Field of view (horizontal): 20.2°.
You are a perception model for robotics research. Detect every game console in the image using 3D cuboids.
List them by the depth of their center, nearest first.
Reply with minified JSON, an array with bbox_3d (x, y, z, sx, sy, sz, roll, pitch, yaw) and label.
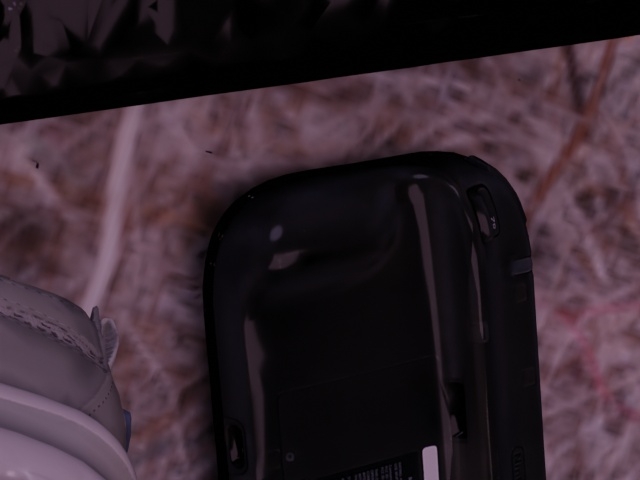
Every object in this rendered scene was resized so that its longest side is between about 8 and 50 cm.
[{"bbox_3d":[0.000,0.000,0.503,0.213,0.044,0.361,-9,101,-22],"label":"game console"}]

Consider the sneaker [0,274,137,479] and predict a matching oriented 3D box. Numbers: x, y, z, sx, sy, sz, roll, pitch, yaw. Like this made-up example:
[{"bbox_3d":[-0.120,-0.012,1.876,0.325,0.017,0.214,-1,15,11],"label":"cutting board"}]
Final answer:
[{"bbox_3d":[-0.175,0.024,0.400,0.281,0.115,0.105,20,118,-10],"label":"sneaker"}]
